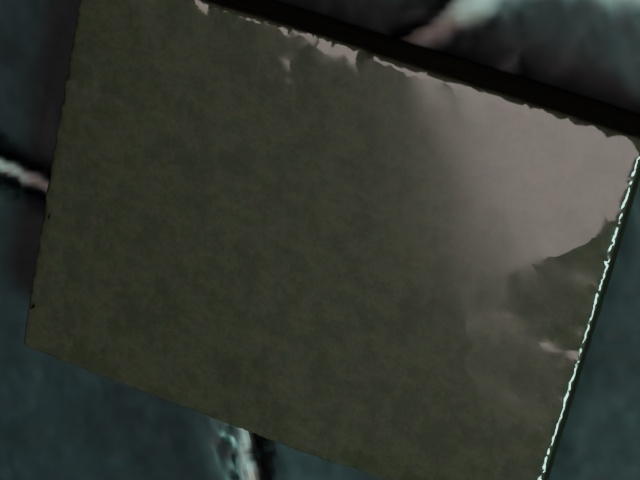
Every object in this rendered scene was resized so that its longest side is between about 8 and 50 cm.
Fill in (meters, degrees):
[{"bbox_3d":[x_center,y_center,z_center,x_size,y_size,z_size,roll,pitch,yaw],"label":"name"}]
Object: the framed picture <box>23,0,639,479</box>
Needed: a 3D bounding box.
[{"bbox_3d":[0.000,0.000,0.548,0.168,0.023,0.128,19,114,13],"label":"framed picture"}]
